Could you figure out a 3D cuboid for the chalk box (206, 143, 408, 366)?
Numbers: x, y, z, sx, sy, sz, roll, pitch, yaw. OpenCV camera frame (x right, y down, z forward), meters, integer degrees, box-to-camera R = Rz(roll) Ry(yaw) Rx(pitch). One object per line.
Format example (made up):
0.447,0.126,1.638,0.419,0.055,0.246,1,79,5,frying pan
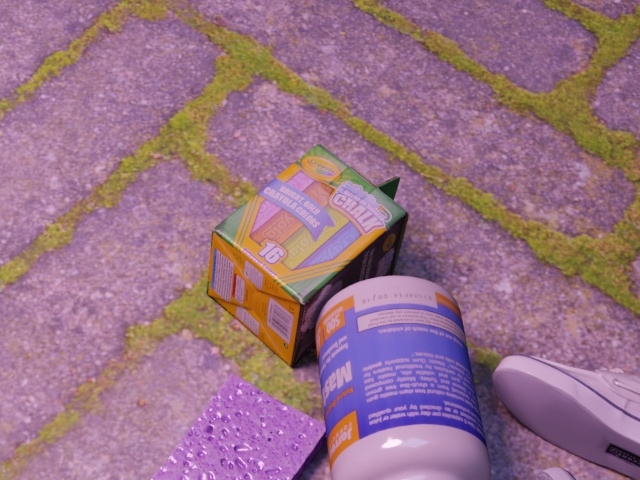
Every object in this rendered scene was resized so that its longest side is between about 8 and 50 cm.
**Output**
0.000,0.000,1.614,0.132,0.132,0.213,38,59,19,chalk box

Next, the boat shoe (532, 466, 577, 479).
0.279,0.318,1.466,0.076,0.083,0.226,-13,68,-29,boat shoe

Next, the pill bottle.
0.080,0.182,1.472,0.152,0.152,0.272,-1,50,-7,pill bottle

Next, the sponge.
-0.095,0.236,1.499,0.117,0.031,0.210,29,58,14,sponge

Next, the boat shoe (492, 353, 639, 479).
0.300,0.176,1.559,0.258,0.095,0.084,30,53,1,boat shoe
